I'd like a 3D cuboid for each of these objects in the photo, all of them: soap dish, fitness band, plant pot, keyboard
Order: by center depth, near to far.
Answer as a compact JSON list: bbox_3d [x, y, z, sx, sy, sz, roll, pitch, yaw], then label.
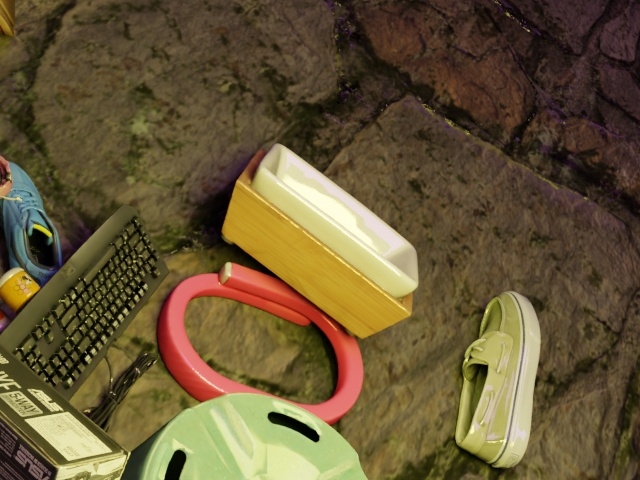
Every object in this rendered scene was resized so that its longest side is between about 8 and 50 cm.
[{"bbox_3d":[-0.121,0.330,1.026,0.341,0.334,0.341,20,47,-22],"label":"plant pot"},{"bbox_3d":[-0.256,0.113,1.260,0.317,0.033,0.201,-58,135,-51],"label":"keyboard"},{"bbox_3d":[-0.075,0.143,1.429,0.291,0.054,0.209,22,46,-21],"label":"fitness band"},{"bbox_3d":[0.000,0.000,1.507,0.291,0.118,0.229,38,14,-6],"label":"soap dish"}]

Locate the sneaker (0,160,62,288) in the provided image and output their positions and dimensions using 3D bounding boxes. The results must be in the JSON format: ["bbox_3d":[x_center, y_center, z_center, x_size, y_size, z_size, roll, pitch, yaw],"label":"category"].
[{"bbox_3d":[-0.359,-0.025,1.331,0.069,0.082,0.209,-1,56,-36],"label":"sneaker"}]

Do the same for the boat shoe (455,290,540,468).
[{"bbox_3d":[0.263,0.192,1.610,0.094,0.109,0.302,25,47,-17],"label":"boat shoe"}]

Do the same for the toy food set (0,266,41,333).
[{"bbox_3d":[-0.423,0.091,1.154,0.104,0.111,0.232,45,53,5],"label":"toy food set"}]

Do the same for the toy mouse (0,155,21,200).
[{"bbox_3d":[-0.430,-0.078,1.323,0.161,0.031,0.143,6,49,8],"label":"toy mouse"}]

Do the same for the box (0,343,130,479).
[{"bbox_3d":[-0.326,0.212,0.945,0.307,0.242,0.076,31,18,32],"label":"box"}]

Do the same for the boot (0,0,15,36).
[{"bbox_3d":[-0.533,-0.322,1.422,0.220,0.283,0.109,-5,96,1],"label":"boot"}]
